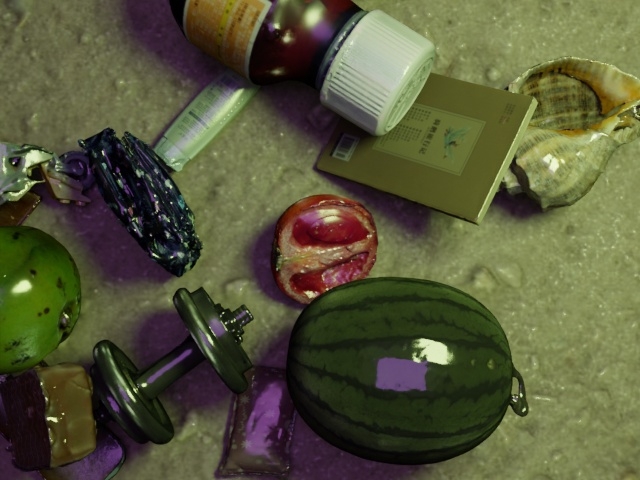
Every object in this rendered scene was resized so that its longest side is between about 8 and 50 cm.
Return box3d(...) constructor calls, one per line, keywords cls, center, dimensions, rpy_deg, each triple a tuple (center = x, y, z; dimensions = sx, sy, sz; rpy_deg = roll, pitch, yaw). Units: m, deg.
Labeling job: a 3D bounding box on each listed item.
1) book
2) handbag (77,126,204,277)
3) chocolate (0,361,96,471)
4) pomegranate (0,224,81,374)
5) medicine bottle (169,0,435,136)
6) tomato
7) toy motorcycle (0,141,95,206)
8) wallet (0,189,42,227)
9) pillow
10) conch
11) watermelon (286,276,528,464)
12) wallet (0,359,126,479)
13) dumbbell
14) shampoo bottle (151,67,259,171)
box3d(cls="book", center=(0.162, -0.166, 1.365), dimensions=(0.310, 0.021, 0.217), rpy_deg=(22, 81, 33))
box3d(cls="handbag", center=(-0.276, -0.061, 1.355), dimensions=(0.113, 0.162, 0.260), rpy_deg=(-33, 81, -3))
box3d(cls="chocolate", center=(-0.397, 0.257, 1.257), dimensions=(0.093, 0.214, 0.148), rpy_deg=(-10, 84, -39))
box3d(cls="pomegranate", center=(-0.515, 0.085, 1.314), dimensions=(0.302, 0.236, 0.236), rpy_deg=(6, 82, 21))
box3d(cls="medicine bottle", center=(-0.025, -0.327, 1.329), dimensions=(0.395, 0.242, 0.242), rpy_deg=(37, 84, 14))
box3d(cls="tomato", center=(0.000, 0.000, 1.384), dimensions=(0.173, 0.099, 0.189), rpy_deg=(-5, 122, -15))
box3d(cls="toy motorcycle", center=(-0.477, -0.094, 1.373), dimensions=(0.229, 0.094, 0.130), rpy_deg=(8, 79, -33))
box3d(cls="wallet", center=(-0.560, -0.086, 1.426), dimensions=(0.176, 0.026, 0.095), rpy_deg=(35, 78, 4))
box3d(cls="pillow", center=(-0.093, 0.291, 1.366), dimensions=(0.118, 0.043, 0.185), rpy_deg=(7, 82, 3))
box3d(cls="conch", center=(0.385, -0.162, 1.377), dimensions=(0.291, 0.159, 0.210), rpy_deg=(-23, 68, -9))
box3d(cls="watermelon", center=(0.128, 0.192, 1.264), dimensions=(0.359, 0.279, 0.279), rpy_deg=(3, 82, 2))
box3d(cls="wallet", center=(-0.431, 0.298, 1.371), dimensions=(0.255, 0.031, 0.137), rpy_deg=(45, 83, 4))
box3d(cls="dumbbell", center=(-0.227, 0.192, 1.305), dimensions=(0.290, 0.192, 0.192), rpy_deg=(-35, 84, -6))
box3d(cls="shampoo bottle", center=(-0.190, -0.208, 1.431), dimensions=(0.072, 0.049, 0.212), rpy_deg=(43, 83, 4))
